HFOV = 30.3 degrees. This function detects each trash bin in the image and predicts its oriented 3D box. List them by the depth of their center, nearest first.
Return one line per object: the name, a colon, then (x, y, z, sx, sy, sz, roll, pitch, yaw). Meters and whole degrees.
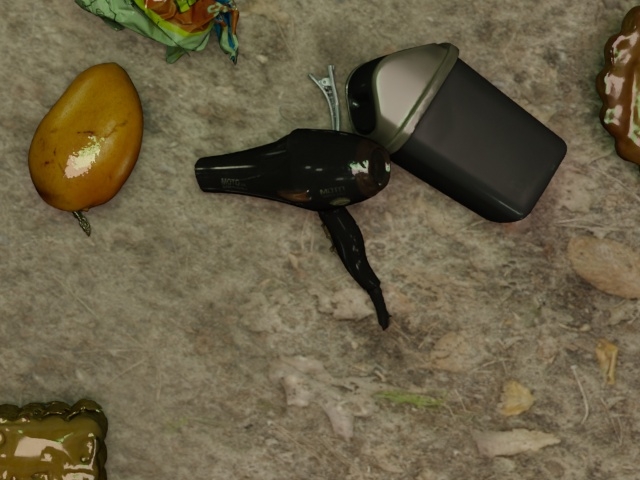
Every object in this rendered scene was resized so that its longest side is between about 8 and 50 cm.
trash bin: (0.177, -0.156, 1.645, 0.290, 0.209, 0.182, 33, 86, -12)

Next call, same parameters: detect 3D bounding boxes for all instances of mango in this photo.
mango: (-0.321, -0.144, 1.646, 0.145, 0.112, 0.219, 23, 89, -1)

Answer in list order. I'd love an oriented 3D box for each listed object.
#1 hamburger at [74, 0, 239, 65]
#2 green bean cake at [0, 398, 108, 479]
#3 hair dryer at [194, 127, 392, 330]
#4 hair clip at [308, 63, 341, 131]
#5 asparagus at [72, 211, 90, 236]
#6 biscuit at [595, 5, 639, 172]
hamburger: (-0.248, -0.334, 1.603, 0.276, 0.260, 0.150, 47, 116, 26)
green bean cake: (-0.408, 0.341, 1.662, 0.224, 0.131, 0.230, 1, 95, -6)
hair dryer: (0.000, 0.000, 1.676, 0.303, 0.120, 0.359, -5, 126, 33)
hair clip: (0.010, -0.196, 1.715, 0.039, 0.030, 0.115, -9, 93, 15)
asparagus: (-0.365, -0.053, 1.698, 0.015, 0.014, 0.114, -37, 96, 32)
biscuit: (0.558, -0.228, 1.712, 0.325, 0.107, 0.326, 0, 103, 1)
